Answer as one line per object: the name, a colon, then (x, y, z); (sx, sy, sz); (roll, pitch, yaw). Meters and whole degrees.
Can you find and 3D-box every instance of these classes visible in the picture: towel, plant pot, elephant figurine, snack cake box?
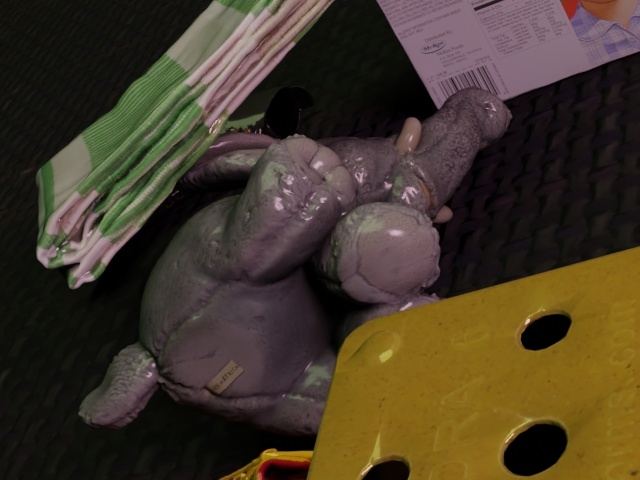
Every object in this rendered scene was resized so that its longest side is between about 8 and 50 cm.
towel: (-0.054, -0.128, 0.762); (0.325, 0.038, 0.248); (-49, 17, 2)
plant pot: (0.099, 0.119, 0.380); (0.212, 0.187, 0.212); (-16, 34, 26)
elephant figurine: (0.000, 0.000, 0.716); (0.239, 0.186, 0.169); (-82, 11, -65)
snack cake box: (0.165, -0.195, 0.807); (0.264, 0.152, 0.089); (-18, 33, 24)

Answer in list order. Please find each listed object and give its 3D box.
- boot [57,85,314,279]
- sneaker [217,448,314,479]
boot: (-0.101, -0.052, 0.939); (0.137, 0.077, 0.198); (-4, 42, 33)
sneaker: (-0.027, 0.124, 0.613); (0.175, 0.067, 0.064); (-15, 36, 31)
